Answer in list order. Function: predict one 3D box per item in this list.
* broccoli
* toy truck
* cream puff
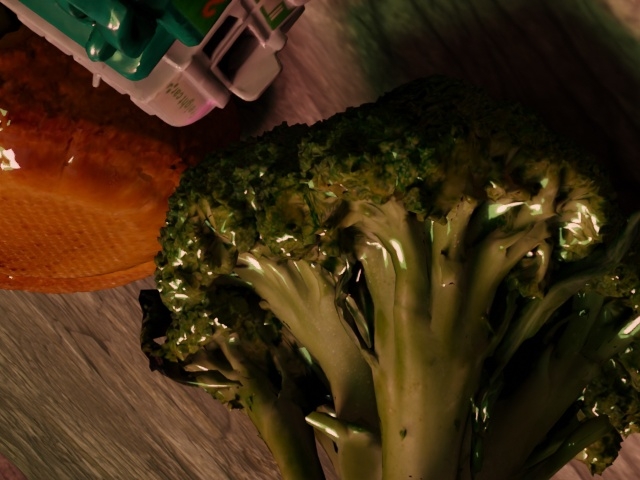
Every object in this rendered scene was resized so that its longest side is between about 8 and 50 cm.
[{"bbox_3d":[0.065,0.057,0.769,0.321,0.284,0.304,19,147,-18],"label":"broccoli"},{"bbox_3d":[-0.098,-0.168,0.635,0.176,0.178,0.363,37,-177,12],"label":"toy truck"},{"bbox_3d":[-0.198,-0.089,0.965,0.303,0.212,0.303,-1,158,0],"label":"cream puff"}]
